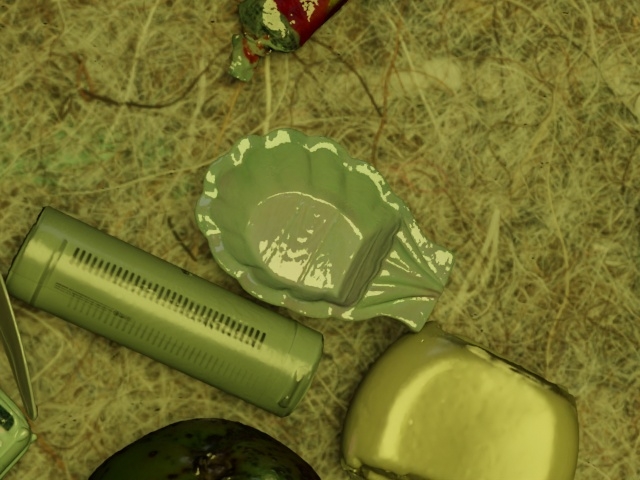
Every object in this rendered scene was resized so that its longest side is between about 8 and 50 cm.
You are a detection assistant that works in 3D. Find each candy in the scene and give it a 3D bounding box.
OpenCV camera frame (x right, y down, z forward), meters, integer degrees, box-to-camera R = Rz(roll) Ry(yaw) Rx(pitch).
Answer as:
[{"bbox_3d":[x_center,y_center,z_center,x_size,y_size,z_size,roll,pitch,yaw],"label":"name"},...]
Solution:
[{"bbox_3d":[-0.011,-0.294,1.502,0.292,0.059,0.086,-44,97,-15],"label":"candy"}]

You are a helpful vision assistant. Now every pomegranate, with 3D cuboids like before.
[{"bbox_3d":[-0.112,0.359,1.307,0.285,0.285,0.341,-5,116,-14],"label":"pomegranate"}]

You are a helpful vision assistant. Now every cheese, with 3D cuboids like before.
[{"bbox_3d":[0.156,0.225,1.438,0.266,0.127,0.233,24,80,-7],"label":"cheese"}]

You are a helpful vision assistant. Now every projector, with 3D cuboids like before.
[{"bbox_3d":[-0.167,0.078,1.387,0.337,0.108,0.108,25,77,-9],"label":"projector"}]

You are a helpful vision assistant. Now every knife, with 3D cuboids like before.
[{"bbox_3d":[-0.344,0.024,1.330,0.043,0.081,0.336,-17,71,-31],"label":"knife"}]

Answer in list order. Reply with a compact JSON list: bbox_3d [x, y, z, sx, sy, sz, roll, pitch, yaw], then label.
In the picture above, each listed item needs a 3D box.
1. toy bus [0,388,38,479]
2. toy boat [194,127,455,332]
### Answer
[{"bbox_3d":[-0.427,0.236,1.288,0.164,0.133,0.276,43,74,-7],"label":"toy bus"},{"bbox_3d":[0.000,0.000,1.436,0.290,0.100,0.199,29,75,0],"label":"toy boat"}]
